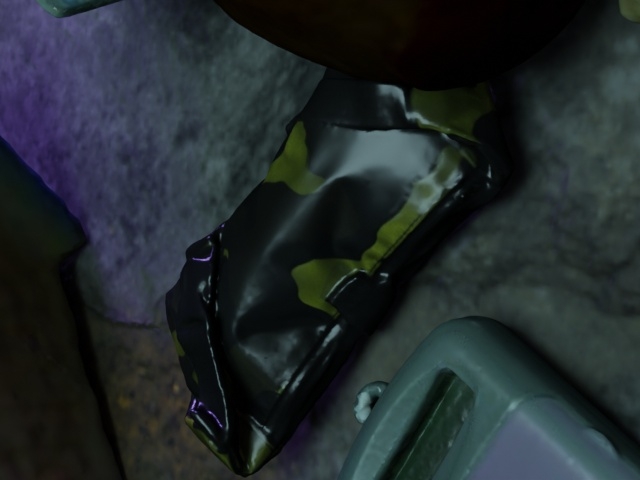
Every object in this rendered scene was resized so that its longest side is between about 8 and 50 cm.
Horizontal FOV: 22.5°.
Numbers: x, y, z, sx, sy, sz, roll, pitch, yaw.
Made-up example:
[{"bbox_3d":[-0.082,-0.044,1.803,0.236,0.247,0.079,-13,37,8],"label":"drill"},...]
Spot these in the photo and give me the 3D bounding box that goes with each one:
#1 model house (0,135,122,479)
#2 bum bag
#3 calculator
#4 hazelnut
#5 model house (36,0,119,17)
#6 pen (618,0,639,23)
[{"bbox_3d":[-0.364,0.076,0.851,0.334,0.382,0.343,-26,75,36],"label":"model house"},{"bbox_3d":[0.000,0.000,0.746,0.107,0.060,0.232,48,113,24],"label":"bum bag"},{"bbox_3d":[0.091,0.138,0.664,0.246,0.045,0.141,45,116,36],"label":"calculator"},{"bbox_3d":[0.024,-0.151,0.682,0.201,0.160,0.170,35,109,5],"label":"hazelnut"},{"bbox_3d":[-0.148,-0.260,0.797,0.198,0.215,0.224,-38,55,-10],"label":"model house"},{"bbox_3d":[0.154,-0.202,0.643,0.040,0.032,0.233,11,96,19],"label":"pen"}]
